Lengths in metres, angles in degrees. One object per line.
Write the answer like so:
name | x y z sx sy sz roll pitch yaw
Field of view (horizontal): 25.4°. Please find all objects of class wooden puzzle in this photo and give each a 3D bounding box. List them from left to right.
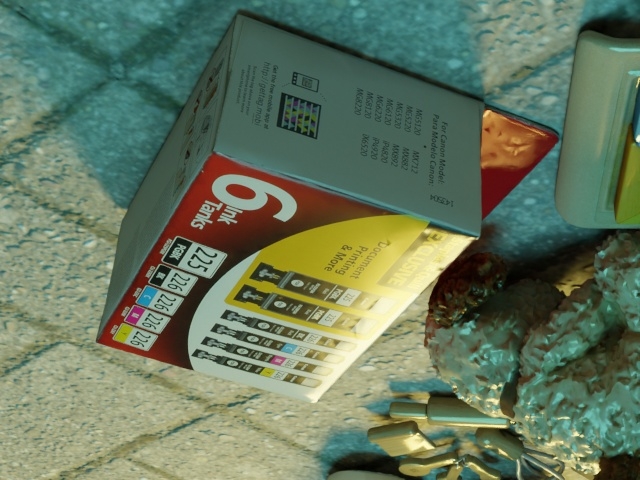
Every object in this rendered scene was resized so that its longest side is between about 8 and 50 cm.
wooden puzzle | 0.297 -0.066 1.033 0.238 0.044 0.221 4 147 6

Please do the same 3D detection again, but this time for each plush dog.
plush dog | 0.194 0.111 1.222 0.225 0.211 0.262 20 154 26

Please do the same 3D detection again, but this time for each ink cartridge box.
ink cartridge box | 0.000 0.000 1.121 0.272 0.130 0.309 17 146 -15

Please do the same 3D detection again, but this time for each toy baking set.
toy baking set | 0.182 0.216 1.510 0.256 0.030 0.197 -1 149 14

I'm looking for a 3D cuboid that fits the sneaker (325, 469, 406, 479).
sneaker | 0.068 0.399 1.699 0.135 0.150 0.366 1 147 9
